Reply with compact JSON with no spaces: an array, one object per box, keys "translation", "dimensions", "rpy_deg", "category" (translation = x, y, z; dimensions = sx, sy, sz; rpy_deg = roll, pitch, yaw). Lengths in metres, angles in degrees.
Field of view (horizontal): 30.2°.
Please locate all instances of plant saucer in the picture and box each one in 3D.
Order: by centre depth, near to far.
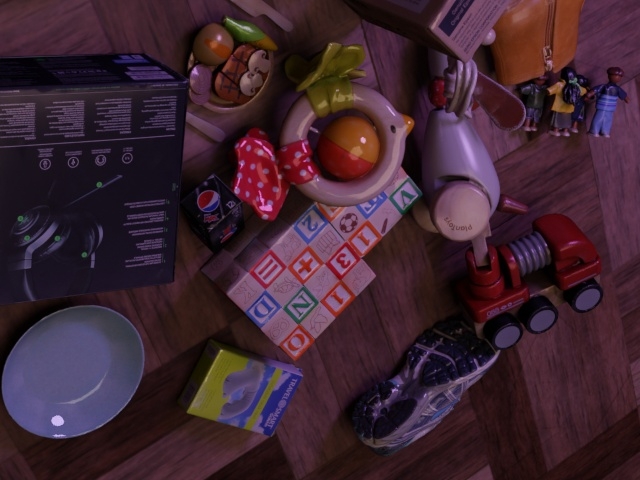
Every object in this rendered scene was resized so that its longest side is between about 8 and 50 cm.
[{"translation":[-0.328,0.167,1.560],"dimensions":[0.195,0.037,0.195],"rpy_deg":[-14,119,-26],"category":"plant saucer"}]

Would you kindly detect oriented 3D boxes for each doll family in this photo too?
[{"translation":[0.392,-0.218,1.821],"dimensions":[0.193,0.076,0.111],"rpy_deg":[-3,109,-37],"category":"doll family"}]

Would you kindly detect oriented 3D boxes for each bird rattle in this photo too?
[{"translation":[0.005,-0.128,1.532],"dimensions":[0.207,0.143,0.253],"rpy_deg":[28,86,-5],"category":"bird rattle"}]

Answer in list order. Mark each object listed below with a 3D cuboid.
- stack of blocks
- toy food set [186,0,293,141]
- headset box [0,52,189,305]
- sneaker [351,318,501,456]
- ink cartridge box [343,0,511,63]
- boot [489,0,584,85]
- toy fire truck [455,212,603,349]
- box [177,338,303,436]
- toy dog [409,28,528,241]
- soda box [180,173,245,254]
[{"translation":[0.000,0.000,1.659],"dimensions":[0.297,0.087,0.171],"rpy_deg":[-47,128,-6],"category":"stack of blocks"},{"translation":[-0.114,-0.220,1.513],"dimensions":[0.132,0.038,0.192],"rpy_deg":[28,95,-38],"category":"toy food set"},{"translation":[-0.300,-0.067,1.407],"dimensions":[0.246,0.131,0.283],"rpy_deg":[-8,116,-30],"category":"headset box"},{"translation":[0.172,0.235,1.890],"dimensions":[0.283,0.110,0.122],"rpy_deg":[-35,144,-11],"category":"sneaker"},{"translation":[0.147,-0.349,1.495],"dimensions":[0.088,0.235,0.193],"rpy_deg":[34,91,-39],"category":"ink cartridge box"},{"translation":[0.358,-0.364,1.720],"dimensions":[0.295,0.104,0.211],"rpy_deg":[-30,130,-12],"category":"boot"},{"translation":[0.300,0.008,1.818],"dimensions":[0.217,0.158,0.246],"rpy_deg":[-24,132,-5],"category":"toy fire truck"},{"translation":[-0.108,0.218,1.722],"dimensions":[0.178,0.042,0.109],"rpy_deg":[22,99,-37],"category":"box"},{"translation":[0.226,-0.147,1.676],"dimensions":[0.161,0.220,0.333],"rpy_deg":[0,122,-11],"category":"toy dog"},{"translation":[-0.136,-0.031,1.514],"dimensions":[0.060,0.169,0.053],"rpy_deg":[-43,83,-9],"category":"soda box"}]
